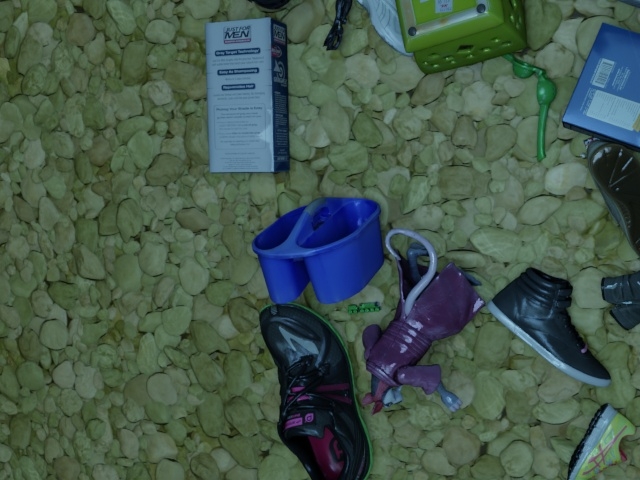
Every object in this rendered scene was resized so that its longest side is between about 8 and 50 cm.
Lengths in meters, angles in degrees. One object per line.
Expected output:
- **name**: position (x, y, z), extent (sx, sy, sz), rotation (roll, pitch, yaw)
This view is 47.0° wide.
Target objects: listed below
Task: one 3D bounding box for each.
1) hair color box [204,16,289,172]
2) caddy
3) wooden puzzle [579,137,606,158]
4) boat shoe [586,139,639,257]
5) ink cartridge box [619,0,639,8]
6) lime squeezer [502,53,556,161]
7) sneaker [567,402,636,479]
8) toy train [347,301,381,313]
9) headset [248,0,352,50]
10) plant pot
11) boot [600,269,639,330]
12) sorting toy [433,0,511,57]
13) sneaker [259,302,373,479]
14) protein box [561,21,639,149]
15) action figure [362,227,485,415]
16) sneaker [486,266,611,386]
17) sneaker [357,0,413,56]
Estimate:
- **hair color box**: position (-0.169, -0.333, 1.730), extent (0.173, 0.105, 0.348), rotation (2, 97, 20)
- **caddy**: position (0.000, 0.000, 1.594), extent (0.241, 0.341, 0.179), rotation (-2, 111, 25)
- **wooden puzzle**: position (0.576, -0.193, 1.520), extent (0.083, 0.006, 0.049), rotation (-20, 89, 21)
- **boat shoe**: position (0.628, -0.073, 1.469), extent (0.109, 0.098, 0.302), rotation (-35, 102, 15)
- **ink cartridge box**: position (0.579, -0.612, 1.358), extent (0.384, 0.091, 0.308), rotation (17, 103, -6)
- **lime squeezer**: position (0.427, -0.329, 1.546), extent (0.310, 0.058, 0.110), rotation (59, 143, 5)
- **sneaker**: position (0.591, 0.454, 1.552), extent (0.094, 0.081, 0.209), rotation (28, 105, 13)
- **toy train**: position (0.103, 0.159, 1.734), extent (0.083, 0.017, 0.024), rotation (-8, 83, 21)
- **headset**: position (-0.124, -0.559, 1.628), extent (0.394, 0.243, 0.185), rotation (16, 103, -2)
- **plant pot**: position (0.262, -0.475, 1.446), extent (0.228, 0.207, 0.227), rotation (-11, 87, 25)
- **boot**: position (0.688, 0.150, 1.488), extent (0.161, 0.083, 0.247), rotation (-28, 102, 41)
- **sorting toy**: position (0.320, -0.532, 1.557), extent (0.196, 0.047, 0.348), rotation (38, 106, 19)
- **sneaker**: position (-0.014, 0.364, 1.702), extent (0.185, 0.202, 0.483), rotation (-25, 87, 21)
- **protein box**: position (0.603, -0.285, 1.425), extent (0.201, 0.136, 0.200), rotation (23, 101, 17)
- **action figure**: position (0.196, 0.205, 1.560), extent (0.248, 0.276, 0.370), rotation (24, 77, 33)
- **sneaker**: position (0.507, 0.172, 1.536), extent (0.295, 0.104, 0.147), rotation (38, 109, 14)
- **sneaker**: position (0.155, -0.510, 1.599), extent (0.115, 0.090, 0.232), rotation (-35, 85, 17)
